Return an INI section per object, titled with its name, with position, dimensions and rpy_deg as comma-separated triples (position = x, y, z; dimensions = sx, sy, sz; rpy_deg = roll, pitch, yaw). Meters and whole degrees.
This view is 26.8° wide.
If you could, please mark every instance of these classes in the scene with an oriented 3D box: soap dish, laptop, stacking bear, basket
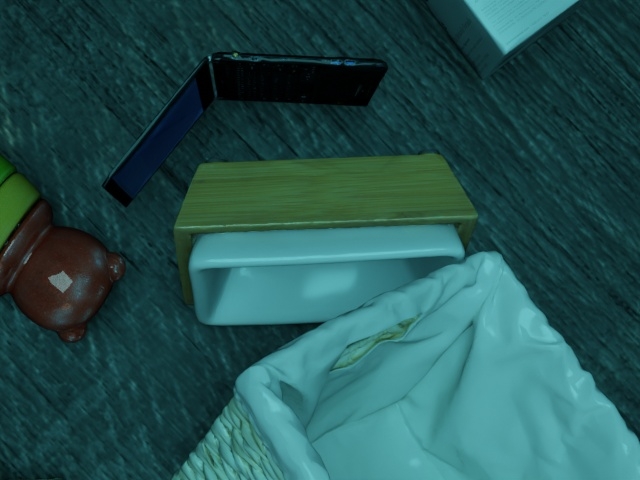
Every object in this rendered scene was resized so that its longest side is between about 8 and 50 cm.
[soap dish]
position = 0.000, 0.000, 1.374
dimensions = 0.291, 0.229, 0.118
rpy_deg = -2, 69, -3
[laptop]
position = -0.075, -0.104, 1.363
dimensions = 0.264, 0.234, 0.137
rpy_deg = 2, 87, -3
[stacking bear]
position = -0.346, -0.010, 1.388
dimensions = 0.289, 0.164, 0.175
rpy_deg = 32, 85, -5
[basket]
position = 0.092, 0.244, 1.253
dimensions = 0.328, 0.266, 0.331
rpy_deg = -24, 71, -36

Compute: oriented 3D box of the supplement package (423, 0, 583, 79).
[supplement package]
position = 0.163, -0.318, 1.438
dimensions = 0.134, 0.139, 0.244
rpy_deg = -37, 88, -6

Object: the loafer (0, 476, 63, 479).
[loafer]
position = -0.384, 0.264, 1.395
dimensions = 0.268, 0.102, 0.092
rpy_deg = 14, 84, -11
